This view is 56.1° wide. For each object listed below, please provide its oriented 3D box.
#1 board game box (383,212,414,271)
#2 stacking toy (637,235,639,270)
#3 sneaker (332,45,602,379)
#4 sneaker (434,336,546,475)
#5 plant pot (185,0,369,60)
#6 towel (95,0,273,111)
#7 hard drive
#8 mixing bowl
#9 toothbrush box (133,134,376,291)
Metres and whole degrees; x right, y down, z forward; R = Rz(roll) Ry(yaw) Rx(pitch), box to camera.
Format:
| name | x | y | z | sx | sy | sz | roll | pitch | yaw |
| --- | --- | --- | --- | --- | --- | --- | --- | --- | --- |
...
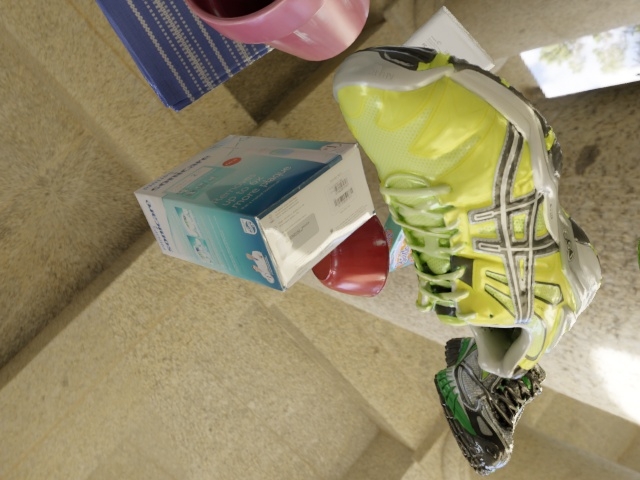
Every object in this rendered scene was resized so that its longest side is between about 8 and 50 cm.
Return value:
| name | x | y | z | sx | sy | sz | roll | pitch | yaw |
| --- | --- | --- | --- | --- | --- | --- | --- | --- | --- |
| board game box | 0.218 | -0.018 | 1.308 | 0.210 | 0.047 | 0.160 | -17 | -36 | -32 |
| stacking toy | 0.347 | 0.019 | 0.309 | 0.309 | 0.279 | 0.130 | 39 | -147 | 5 |
| sneaker | 0.137 | -0.007 | 0.535 | 0.385 | 0.145 | 0.147 | 44 | -111 | -31 |
| sneaker | 0.265 | 0.220 | 0.919 | 0.146 | 0.343 | 0.134 | -22 | -81 | 21 |
| plant pot | -0.035 | -0.309 | 0.707 | 0.180 | 0.201 | 0.201 | 17 | -94 | -60 |
| towel | -0.158 | -0.380 | 0.907 | 0.336 | 0.040 | 0.243 | -31 | -72 | 6 |
| hard drive | 0.282 | -0.448 | 1.625 | 0.203 | 0.308 | 0.040 | 41 | -143 | -16 |
| mixing bowl | 0.040 | 0.026 | 1.134 | 0.098 | 0.181 | 0.181 | -6 | -83 | -28 |
| toothbrush box | -0.103 | -0.058 | 0.920 | 0.216 | 0.296 | 0.126 | -39 | -55 | -34 |
